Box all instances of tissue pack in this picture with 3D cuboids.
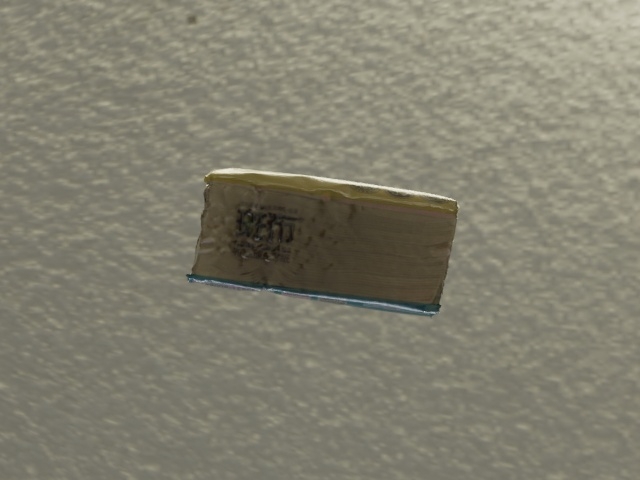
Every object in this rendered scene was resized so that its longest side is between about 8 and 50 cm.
[{"bbox_3d":[0.000,0.000,1.066,0.169,0.120,0.082,8,-91,-2],"label":"tissue pack"}]
